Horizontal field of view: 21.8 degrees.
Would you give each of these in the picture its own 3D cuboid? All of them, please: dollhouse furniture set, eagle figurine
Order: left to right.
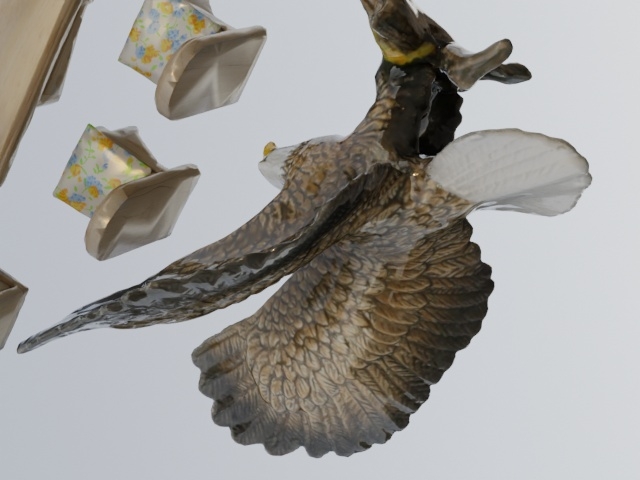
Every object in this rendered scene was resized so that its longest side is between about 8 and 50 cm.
[{"bbox_3d":[-0.313,-0.083,1.324,0.394,0.362,0.256,-63,-14,21],"label":"dollhouse furniture set"},{"bbox_3d":[-0.002,-0.001,0.981,0.298,0.226,0.225,-58,1,0],"label":"eagle figurine"}]
